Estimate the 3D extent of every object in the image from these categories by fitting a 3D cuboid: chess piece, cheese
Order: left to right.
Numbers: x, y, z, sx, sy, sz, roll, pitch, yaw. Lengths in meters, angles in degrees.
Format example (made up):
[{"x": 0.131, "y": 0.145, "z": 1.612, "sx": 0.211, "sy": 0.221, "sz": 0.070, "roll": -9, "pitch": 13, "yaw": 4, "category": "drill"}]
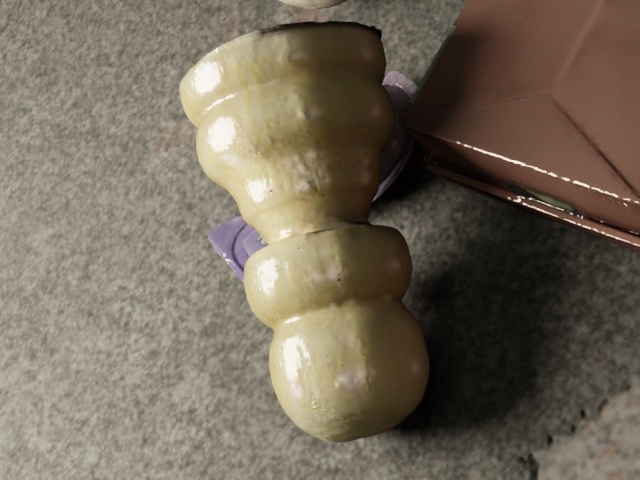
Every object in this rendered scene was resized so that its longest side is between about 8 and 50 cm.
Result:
[{"x": 0.000, "y": 0.000, "z": 0.965, "sx": 0.143, "sy": 0.143, "sz": 0.260, "roll": -19, "pitch": 75, "yaw": 26, "category": "chess piece"}, {"x": 0.002, "y": -0.044, "z": 1.074, "sx": 0.191, "sy": 0.042, "sz": 0.105, "roll": -49, "pitch": 46, "yaw": 6, "category": "cheese"}]

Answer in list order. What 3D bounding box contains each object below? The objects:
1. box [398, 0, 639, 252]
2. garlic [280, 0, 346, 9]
[{"x": 0.188, "y": -0.115, "z": 0.950, "sx": 0.215, "sy": 0.086, "sz": 0.215, "roll": 24, "pitch": 81, "yaw": 41, "category": "box"}, {"x": 0.032, "y": -0.281, "z": 1.112, "sx": 0.143, "sy": 0.178, "sz": 0.229, "roll": 17, "pitch": 96, "yaw": 9, "category": "garlic"}]
